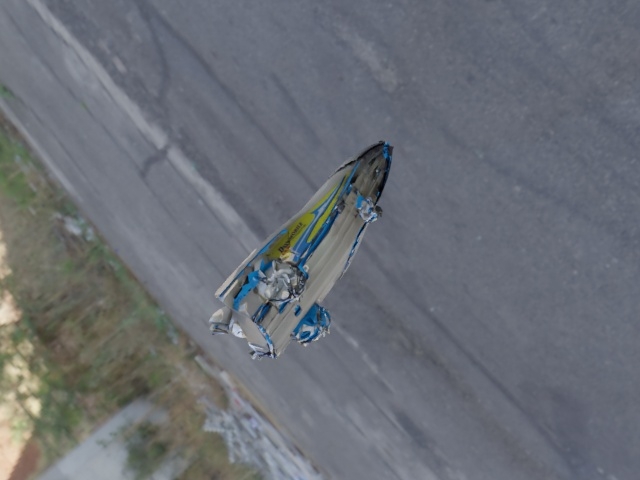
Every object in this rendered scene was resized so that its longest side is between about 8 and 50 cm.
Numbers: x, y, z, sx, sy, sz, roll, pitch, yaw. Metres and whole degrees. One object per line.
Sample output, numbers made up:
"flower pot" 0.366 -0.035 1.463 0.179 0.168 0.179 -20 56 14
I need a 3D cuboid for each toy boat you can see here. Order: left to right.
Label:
"toy boat" 0.000 0.000 0.697 0.066 0.210 0.084 20 151 32
